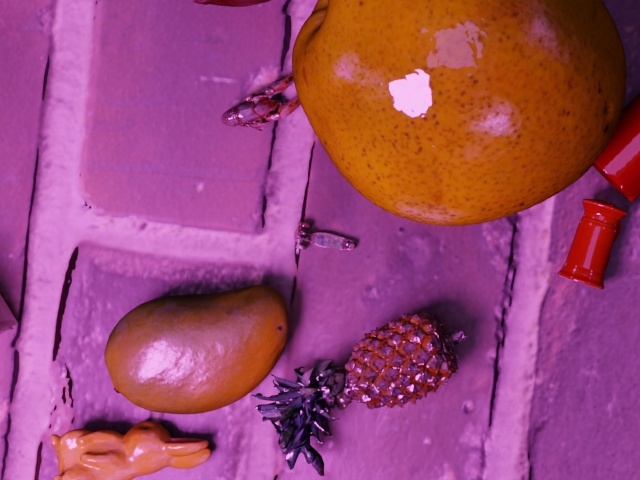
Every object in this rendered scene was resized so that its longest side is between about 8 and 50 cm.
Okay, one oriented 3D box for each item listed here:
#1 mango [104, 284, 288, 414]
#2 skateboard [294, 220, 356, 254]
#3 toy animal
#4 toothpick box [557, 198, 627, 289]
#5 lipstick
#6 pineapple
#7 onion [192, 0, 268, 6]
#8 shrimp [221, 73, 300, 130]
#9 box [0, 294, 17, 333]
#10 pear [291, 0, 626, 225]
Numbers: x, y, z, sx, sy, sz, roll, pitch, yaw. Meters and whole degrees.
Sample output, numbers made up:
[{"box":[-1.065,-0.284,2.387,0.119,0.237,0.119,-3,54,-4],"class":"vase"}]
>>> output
[{"box":[-0.124,0.113,1.163,0.191,0.085,0.122,-7,87,10],"class":"mango"},{"box":[0.000,0.000,1.143,0.064,0.083,0.032,11,92,8],"class":"skateboard"},{"box":[-0.192,0.222,1.193,0.160,0.083,0.070,-12,62,-2],"class":"toy animal"},{"box":[0.265,0.002,1.120,0.047,0.047,0.083,18,93,8],"class":"toothpick box"},{"box":[0.370,-0.159,1.090,0.073,0.073,0.279,45,98,6],"class":"lipstick"},{"box":[0.046,0.144,1.136,0.221,0.083,0.103,-28,116,6],"class":"pineapple"},{"box":[-0.083,-0.358,1.090,0.281,0.221,0.280,4,73,-14],"class":"onion"},{"box":[-0.055,-0.135,1.177,0.092,0.029,0.038,-31,85,4],"class":"shrimp"},{"box":[-0.475,0.041,1.207,0.203,0.106,0.251,-33,87,9],"class":"box"},{"box":[0.127,-0.156,1.031,0.294,0.294,0.294,0,91,9],"class":"pear"}]
